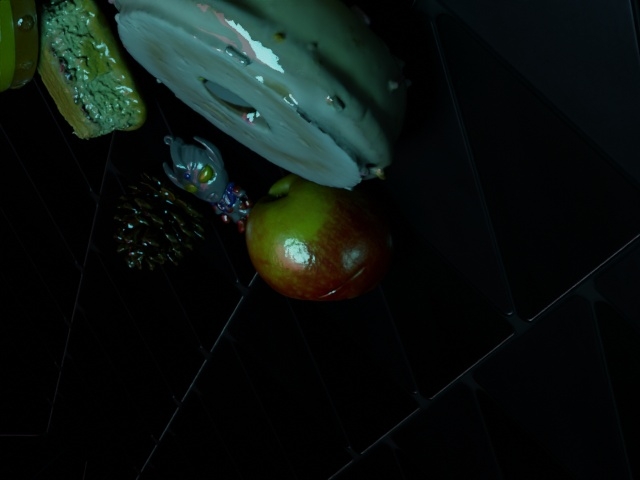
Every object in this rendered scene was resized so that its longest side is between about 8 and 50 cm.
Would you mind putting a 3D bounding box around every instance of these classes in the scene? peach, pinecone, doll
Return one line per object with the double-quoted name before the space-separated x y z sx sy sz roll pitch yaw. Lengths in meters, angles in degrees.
"peach" 0.000 0.000 1.446 0.192 0.190 0.190 52 150 -10
"pinecone" -0.271 -0.028 1.787 0.173 0.173 0.174 33 147 24
"doll" -0.176 -0.093 1.685 0.195 0.062 0.104 47 152 -13

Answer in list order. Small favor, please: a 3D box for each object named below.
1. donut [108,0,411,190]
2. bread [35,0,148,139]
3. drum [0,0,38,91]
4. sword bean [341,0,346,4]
"donut" -0.062 -0.209 1.233 0.382 0.142 0.382 32 170 6
"bread" -0.368 -0.269 1.660 0.246 0.121 0.174 62 160 -19
"drum" -0.600 -0.401 1.601 0.431 0.214 0.431 43 144 41
"sword bean" -0.072 -0.347 1.270 0.269 0.038 0.043 41 175 10
